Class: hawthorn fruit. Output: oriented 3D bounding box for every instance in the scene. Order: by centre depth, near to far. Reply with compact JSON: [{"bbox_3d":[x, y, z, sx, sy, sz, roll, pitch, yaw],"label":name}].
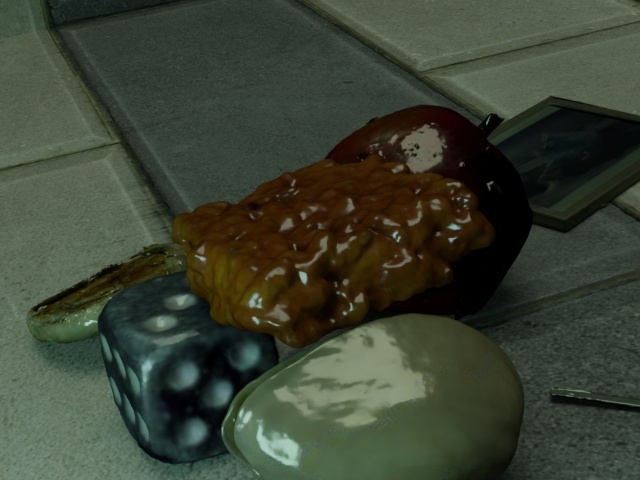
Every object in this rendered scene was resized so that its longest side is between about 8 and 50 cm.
[{"bbox_3d":[0.140,-0.034,1.582,0.316,0.316,0.316,-6,27,3],"label":"hawthorn fruit"}]

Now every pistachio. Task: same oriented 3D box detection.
[{"bbox_3d":[0.061,0.195,1.224,0.332,0.226,0.208,-9,11,-9],"label":"pistachio"}]

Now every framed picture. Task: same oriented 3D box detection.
[{"bbox_3d":[0.417,-0.148,2.017,0.326,0.028,0.446,18,36,40],"label":"framed picture"}]

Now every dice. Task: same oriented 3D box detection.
[{"bbox_3d":[-0.159,0.150,1.400,0.183,0.181,0.182,-16,25,-22],"label":"dice"}]

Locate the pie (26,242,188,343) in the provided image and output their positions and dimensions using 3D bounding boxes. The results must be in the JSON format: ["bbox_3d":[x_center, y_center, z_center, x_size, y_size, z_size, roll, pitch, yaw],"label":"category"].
[{"bbox_3d":[-0.297,0.075,1.664,0.274,0.055,0.274,-20,15,6],"label":"pie"}]

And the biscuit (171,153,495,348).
[{"bbox_3d":[0.000,0.000,1.324,0.312,0.110,0.318,-22,23,-19],"label":"biscuit"}]

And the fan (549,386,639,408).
[{"bbox_3d":[0.457,0.190,1.361,0.223,0.012,0.294,-26,34,-33],"label":"fan"}]
